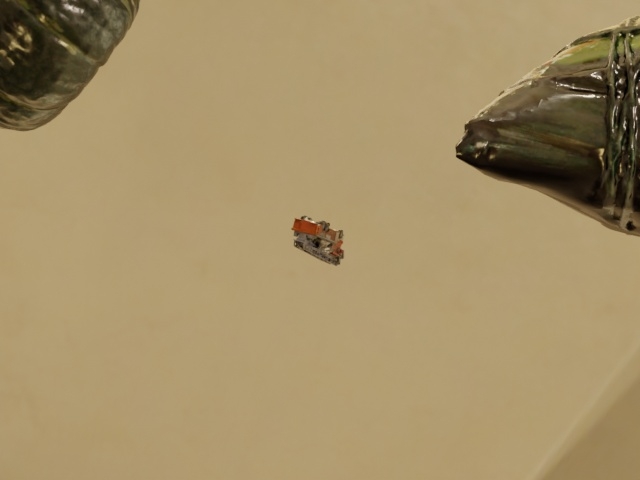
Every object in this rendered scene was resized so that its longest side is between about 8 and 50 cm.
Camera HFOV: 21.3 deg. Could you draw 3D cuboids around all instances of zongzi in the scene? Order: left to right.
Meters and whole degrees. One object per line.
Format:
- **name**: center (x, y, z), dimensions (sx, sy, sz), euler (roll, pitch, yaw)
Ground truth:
- **zongzi**: center (0.315, -0.108, 1.443), dimensions (0.384, 0.319, 0.362), euler (1, 18, 7)

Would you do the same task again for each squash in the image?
- **squash**: center (-0.304, -0.237, 1.834), dimensions (0.165, 0.252, 0.252), euler (43, 44, -14)

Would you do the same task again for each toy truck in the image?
- **toy truck**: center (0.000, 0.000, 1.402), dimensions (0.024, 0.083, 0.032), euler (11, 85, 21)
